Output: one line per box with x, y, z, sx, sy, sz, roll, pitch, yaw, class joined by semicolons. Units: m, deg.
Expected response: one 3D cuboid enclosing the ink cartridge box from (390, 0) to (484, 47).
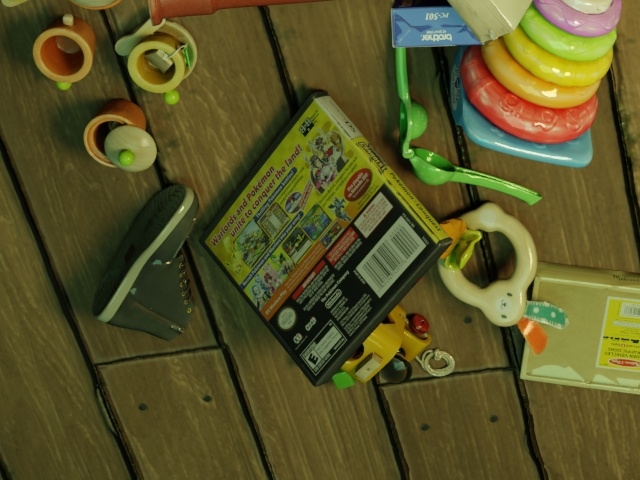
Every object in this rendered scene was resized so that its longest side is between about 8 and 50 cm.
0.136;-0.258;1.869;0.097;0.207;0.046;0;111;9;ink cartridge box

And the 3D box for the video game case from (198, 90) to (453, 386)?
0.000;0.000;2.085;0.248;0.035;0.275;50;124;16;video game case

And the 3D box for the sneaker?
-0.192;0.028;2.198;0.118;0.083;0.222;22;119;-28;sneaker

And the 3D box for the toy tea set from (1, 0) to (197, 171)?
-0.262;-0.226;2.000;0.200;0.124;0.336;-19;118;19;toy tea set

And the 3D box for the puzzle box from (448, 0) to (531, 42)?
0.113;-0.434;1.724;0.052;0.272;0.409;-16;122;46;puzzle box

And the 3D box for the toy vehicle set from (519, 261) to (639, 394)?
0.396;0.119;2.183;0.266;0.035;0.166;7;124;4;toy vehicle set

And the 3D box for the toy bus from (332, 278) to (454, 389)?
0.062;0.131;2.199;0.202;0.104;0.191;-3;123;11;toy bus

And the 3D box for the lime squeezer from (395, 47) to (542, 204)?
0.139;-0.133;2.044;0.110;0.059;0.310;-27;115;24;lime squeezer

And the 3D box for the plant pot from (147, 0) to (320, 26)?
-0.046;-0.361;1.813;0.265;0.272;0.272;1;124;-2;plant pot

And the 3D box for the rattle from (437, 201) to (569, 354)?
0.218;0.055;2.080;0.130;0.143;0.200;-27;87;0;rattle

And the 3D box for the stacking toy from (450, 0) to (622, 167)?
0.265;-0.236;1.843;0.165;0.175;0.302;13;139;-12;stacking toy
